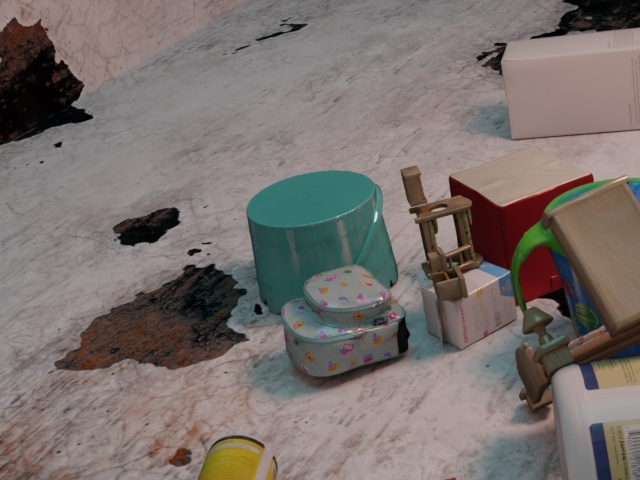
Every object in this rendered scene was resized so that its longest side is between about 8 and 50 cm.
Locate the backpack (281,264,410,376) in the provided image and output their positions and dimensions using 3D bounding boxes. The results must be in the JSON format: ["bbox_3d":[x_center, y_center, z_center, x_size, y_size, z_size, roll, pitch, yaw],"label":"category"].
[{"bbox_3d":[0.031,0.134,1.880,0.188,0.144,0.166,-23,33,-16],"label":"backpack"}]

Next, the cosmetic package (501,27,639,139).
[{"bbox_3d":[0.599,-0.351,2.564,0.366,0.196,0.155,-1,28,18],"label":"cosmetic package"}]

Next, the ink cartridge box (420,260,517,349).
[{"bbox_3d":[0.238,0.106,1.901,0.143,0.092,0.090,-25,28,-26],"label":"ink cartridge box"}]

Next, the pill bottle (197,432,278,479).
[{"bbox_3d":[-0.122,0.350,1.544,0.103,0.103,0.184,-5,26,13],"label":"pill bottle"}]

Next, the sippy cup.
[{"bbox_3d":[0.466,0.051,1.766,0.306,0.224,0.240,8,31,35],"label":"sippy cup"}]

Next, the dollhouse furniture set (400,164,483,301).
[{"bbox_3d":[0.209,-0.021,1.853,0.101,0.181,0.161,-15,22,-1],"label":"dollhouse furniture set"}]

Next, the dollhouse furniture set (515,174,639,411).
[{"bbox_3d":[0.390,0.064,1.560,0.303,0.355,0.173,-24,71,-4],"label":"dollhouse furniture set"}]

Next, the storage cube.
[{"bbox_3d":[0.355,-0.029,2.013,0.215,0.193,0.184,-19,27,-16],"label":"storage cube"}]

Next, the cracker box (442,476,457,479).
[{"bbox_3d":[0.084,0.389,1.421,0.232,0.067,0.155,-15,25,-6],"label":"cracker box"}]

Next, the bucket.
[{"bbox_3d":[0.000,0.000,2.113,0.281,0.183,0.281,-9,26,5],"label":"bucket"}]

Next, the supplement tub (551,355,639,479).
[{"bbox_3d":[0.448,0.245,1.376,0.316,0.228,0.228,-7,26,8],"label":"supplement tub"}]
